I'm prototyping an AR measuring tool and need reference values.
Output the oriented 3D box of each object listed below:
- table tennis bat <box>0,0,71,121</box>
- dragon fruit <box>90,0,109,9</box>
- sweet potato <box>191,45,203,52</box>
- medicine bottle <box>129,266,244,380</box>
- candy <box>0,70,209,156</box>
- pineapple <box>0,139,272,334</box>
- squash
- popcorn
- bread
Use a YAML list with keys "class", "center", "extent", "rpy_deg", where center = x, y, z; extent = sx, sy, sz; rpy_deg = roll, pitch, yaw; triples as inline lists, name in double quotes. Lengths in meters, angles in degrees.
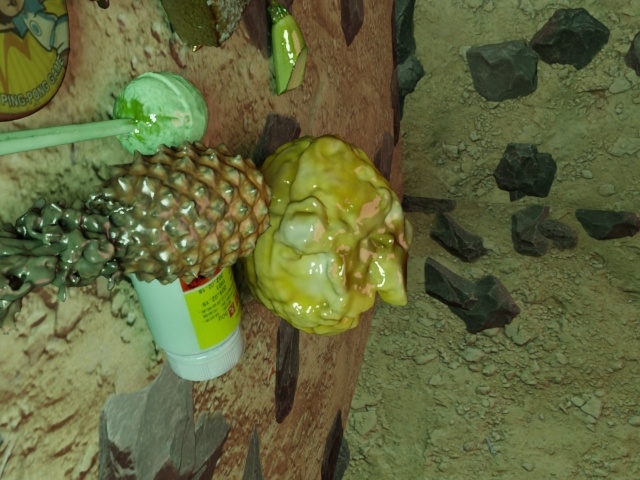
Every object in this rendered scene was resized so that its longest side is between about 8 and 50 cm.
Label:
- class: "table tennis bat"
  center: [-0.321, -0.268, 0.455]
  extent: [0.415, 0.051, 0.268]
  rpy_deg: [66, 23, -56]
- class: "dragon fruit"
  center: [-0.222, -0.387, 0.650]
  extent: [0.262, 0.134, 0.212]
  rpy_deg: [-59, 137, -44]
- class: "sweet potato"
  center: [-0.185, -0.336, 0.965]
  extent: [0.034, 0.034, 0.095]
  rpy_deg: [60, 36, -64]
- class: "medicine bottle"
  center: [-0.191, 0.086, 0.896]
  extent: [0.139, 0.139, 0.226]
  rpy_deg: [-65, 155, -49]
- class: "candy"
  center: [-0.270, -0.113, 0.664]
  extent: [0.440, 0.119, 0.119]
  rpy_deg: [-36, 130, -60]
- class: "pineapple"
  center: [-0.202, -0.012, 0.650]
  extent: [0.361, 0.175, 0.175]
  rpy_deg: [-28, 123, -55]
- class: "squash"
  center: [-0.066, -0.407, 1.284]
  extent: [0.090, 0.075, 0.200]
  rpy_deg: [-35, 132, -36]
- class: "popcorn"
  center: [-0.011, -0.014, 1.193]
  extent: [0.344, 0.354, 0.390]
  rpy_deg: [37, 15, -48]
- class: "bread"
  center: [-0.137, -0.498, 0.941]
  extent: [0.165, 0.113, 0.417]
  rpy_deg: [68, 32, -54]
